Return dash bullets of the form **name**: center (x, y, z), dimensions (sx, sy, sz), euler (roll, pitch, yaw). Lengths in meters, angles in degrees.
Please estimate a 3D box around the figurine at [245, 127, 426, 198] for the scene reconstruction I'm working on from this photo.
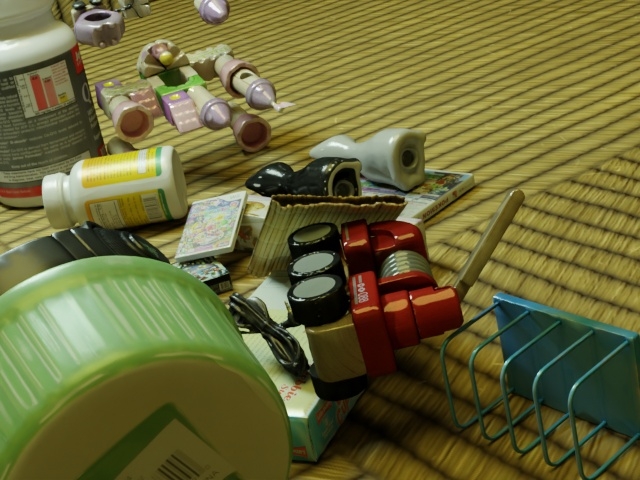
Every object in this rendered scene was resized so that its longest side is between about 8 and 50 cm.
- **figurine**: center (0.023, -0.109, 1.820), dimensions (0.215, 0.092, 0.209), euler (-27, 23, -34)

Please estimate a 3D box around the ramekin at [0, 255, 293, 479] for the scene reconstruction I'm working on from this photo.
- **ramekin**: center (-0.171, 0.179, 1.041), dimensions (0.303, 0.303, 0.148), euler (-21, 33, -22)

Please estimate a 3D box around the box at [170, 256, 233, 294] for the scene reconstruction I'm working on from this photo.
- **box**: center (-0.198, 0.060, 1.649), dimensions (0.137, 0.027, 0.094), euler (-19, 24, -17)

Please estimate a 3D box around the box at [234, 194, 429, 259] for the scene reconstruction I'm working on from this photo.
- **box**: center (-0.002, -0.009, 1.675), dimensions (0.324, 0.063, 0.067), euler (10, 33, 40)

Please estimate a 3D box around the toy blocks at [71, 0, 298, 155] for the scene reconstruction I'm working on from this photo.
- **toy blocks**: center (-0.223, -0.246, 2.012), dimensions (0.289, 0.308, 0.260), euler (-20, 33, -18)

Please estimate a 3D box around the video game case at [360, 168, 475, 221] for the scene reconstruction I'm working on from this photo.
- **video game case**: center (0.098, -0.065, 1.814), dimensions (0.201, 0.023, 0.183), euler (9, 30, 40)

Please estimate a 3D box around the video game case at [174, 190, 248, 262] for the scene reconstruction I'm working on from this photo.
- **video game case**: center (-0.152, -0.020, 1.705), dimensions (0.087, 0.011, 0.122), euler (-12, 38, 20)

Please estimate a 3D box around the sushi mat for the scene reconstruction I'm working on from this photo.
- **sushi mat**: center (0.000, 0.000, 1.450), dimensions (0.152, 0.019, 0.316), euler (-1, -16, -9)

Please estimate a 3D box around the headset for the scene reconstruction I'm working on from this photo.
- **headset**: center (-0.191, 0.109, 1.170), dimensions (0.394, 0.243, 0.185), euler (-11, 44, -48)

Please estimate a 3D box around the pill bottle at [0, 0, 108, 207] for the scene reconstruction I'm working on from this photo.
- **pill bottle**: center (-0.503, -0.257, 2.082), dimensions (0.210, 0.362, 0.210), euler (-9, 24, 4)

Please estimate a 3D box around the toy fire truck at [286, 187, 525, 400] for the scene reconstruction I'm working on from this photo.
- **toy fire truck**: center (0.093, 0.030, 1.249), dimensions (0.246, 0.158, 0.217), euler (-13, 22, 4)

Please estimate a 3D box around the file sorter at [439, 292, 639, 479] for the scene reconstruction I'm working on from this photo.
- **file sorter**: center (0.213, 0.141, 1.174), dimensions (0.104, 0.118, 0.170), euler (-30, 30, -32)

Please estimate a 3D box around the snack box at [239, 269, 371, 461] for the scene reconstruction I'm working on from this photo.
- **snack box**: center (-0.031, 0.129, 1.377), dimensions (0.187, 0.060, 0.322), euler (1, 26, 25)

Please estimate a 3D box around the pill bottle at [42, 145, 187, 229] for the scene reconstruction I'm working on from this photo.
- **pill bottle**: center (-0.321, -0.075, 1.899), dimensions (0.209, 0.117, 0.117), euler (-10, 23, 3)
